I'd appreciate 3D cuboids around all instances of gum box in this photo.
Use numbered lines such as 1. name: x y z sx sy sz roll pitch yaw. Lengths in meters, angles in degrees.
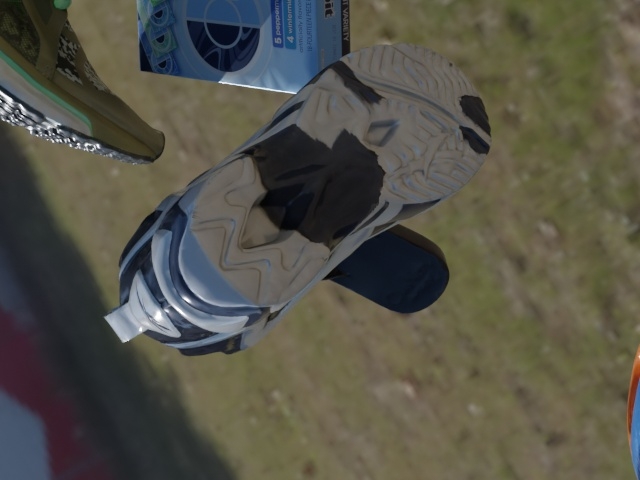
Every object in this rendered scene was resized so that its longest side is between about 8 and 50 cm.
1. gum box: -0.060 -0.194 1.323 0.184 0.041 0.157 13 111 39

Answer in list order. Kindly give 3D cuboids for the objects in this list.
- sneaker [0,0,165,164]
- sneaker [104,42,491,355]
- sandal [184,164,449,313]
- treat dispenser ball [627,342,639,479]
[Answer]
1. sneaker: -0.242 -0.220 1.322 0.410 0.182 0.158 44 170 -23
2. sneaker: -0.022 -0.013 0.937 0.094 0.235 0.153 51 139 -8
3. sandal: 0.001 0.000 1.541 0.097 0.255 0.054 -59 22 30
4. treat dispenser ball: 0.353 0.120 1.212 0.288 0.288 0.288 55 166 21
